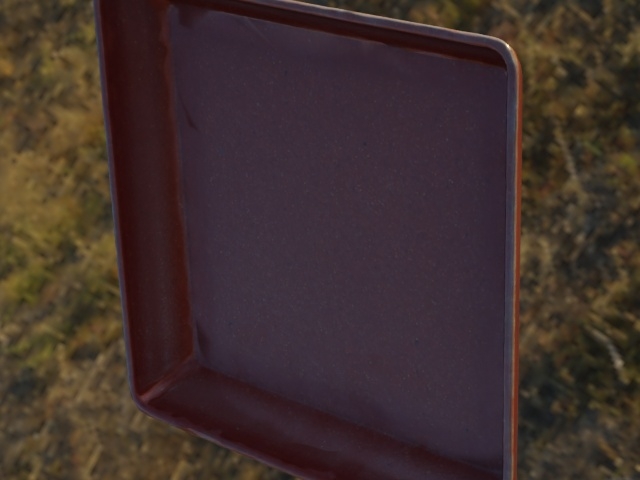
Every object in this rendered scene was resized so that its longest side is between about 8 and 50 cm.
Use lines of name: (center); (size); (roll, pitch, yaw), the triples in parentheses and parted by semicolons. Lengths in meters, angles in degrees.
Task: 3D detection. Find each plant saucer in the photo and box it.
plant saucer: (0.000, 0.000, 0.814); (0.258, 0.259, 0.047); (16, 30, 36)
